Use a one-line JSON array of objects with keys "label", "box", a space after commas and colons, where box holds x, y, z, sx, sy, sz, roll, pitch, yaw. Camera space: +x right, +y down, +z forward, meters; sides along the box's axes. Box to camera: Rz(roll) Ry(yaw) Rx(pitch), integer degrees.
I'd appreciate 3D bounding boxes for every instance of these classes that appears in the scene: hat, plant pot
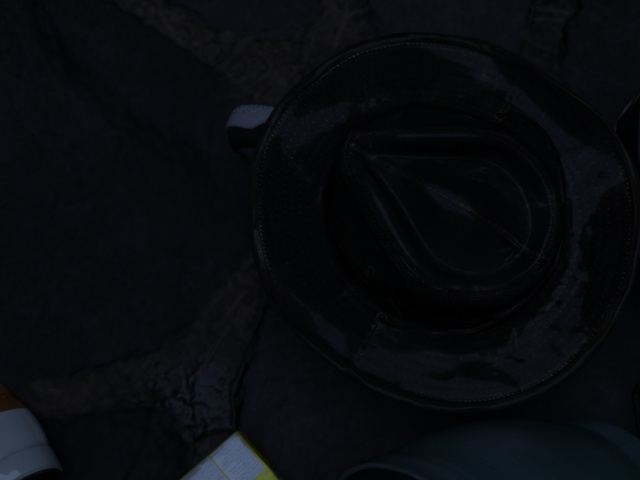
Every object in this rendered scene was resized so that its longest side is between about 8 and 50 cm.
[{"label": "hat", "box": [0.090, -0.024, 1.099, 0.331, 0.134, 0.331, -1, 83, 8]}, {"label": "plant pot", "box": [0.172, 0.254, 1.079, 0.196, 0.293, 0.293, -28, 75, -29]}]

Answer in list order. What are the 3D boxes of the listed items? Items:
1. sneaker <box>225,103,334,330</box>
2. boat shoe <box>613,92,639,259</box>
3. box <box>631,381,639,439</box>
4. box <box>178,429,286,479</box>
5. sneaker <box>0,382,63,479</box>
[{"label": "sneaker", "box": [0.000, 0.000, 1.221, 0.269, 0.101, 0.153, 34, 82, 11]}, {"label": "boat shoe", "box": [0.357, 0.060, 1.105, 0.187, 0.156, 0.500, -12, 64, -2]}, {"label": "box", "box": [0.369, 0.221, 1.164, 0.183, 0.059, 0.232, -8, 76, 3]}, {"label": "box", "box": [-0.049, 0.262, 1.195, 0.105, 0.043, 0.179, -40, 75, -6]}, {"label": "sneaker", "box": [-0.374, 0.221, 1.206, 0.290, 0.106, 0.123, -28, 70, -12]}]
